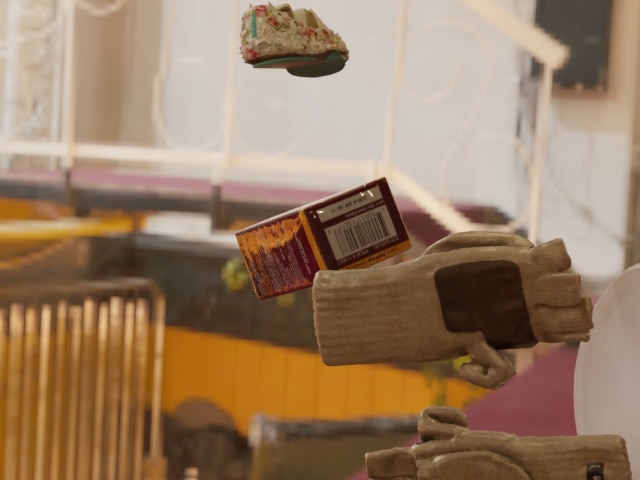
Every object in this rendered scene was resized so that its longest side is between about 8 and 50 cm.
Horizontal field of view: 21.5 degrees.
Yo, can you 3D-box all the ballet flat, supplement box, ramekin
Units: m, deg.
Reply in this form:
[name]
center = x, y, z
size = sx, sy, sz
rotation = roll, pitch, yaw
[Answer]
[ballet flat]
center = -0.027, -0.235, 1.950
size = 0.091, 0.077, 0.241
rotation = -13, -2, 17
[supplement box]
center = 0.000, 0.000, 1.748
size = 0.104, 0.081, 0.188
rotation = -22, 2, -26
[ramekin]
center = 0.405, 0.161, 1.864
size = 0.127, 0.273, 0.273
rotation = 8, 2, -22

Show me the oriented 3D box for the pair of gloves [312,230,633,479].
[pair of gloves]
center = 0.113, 0.112, 1.237
size = 0.204, 0.240, 0.042
rotation = -13, 9, 18
